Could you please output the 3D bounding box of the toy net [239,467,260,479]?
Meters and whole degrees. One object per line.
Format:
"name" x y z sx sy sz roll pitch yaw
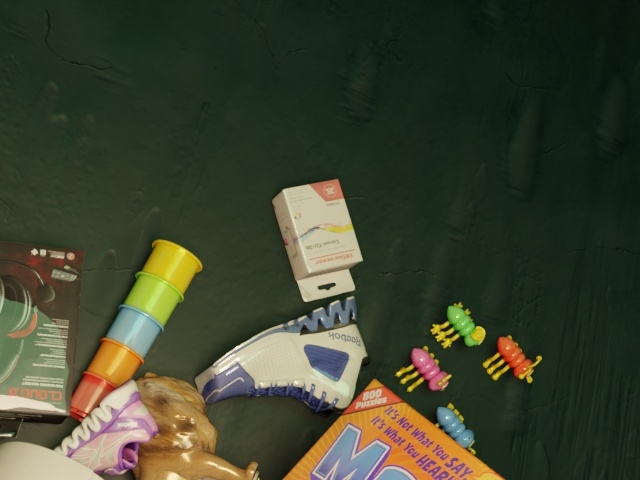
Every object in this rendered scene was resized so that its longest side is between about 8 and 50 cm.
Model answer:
"toy net" -0.127 0.491 1.738 0.122 0.045 0.232 -19 82 -27

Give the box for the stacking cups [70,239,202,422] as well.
"stacking cups" -0.300 0.152 1.741 0.096 0.096 0.316 31 65 -11

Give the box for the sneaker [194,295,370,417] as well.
"sneaker" -0.033 0.227 1.812 0.315 0.127 0.182 -22 81 -28

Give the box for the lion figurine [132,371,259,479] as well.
"lion figurine" -0.240 0.413 1.662 0.240 0.142 0.392 17 73 5

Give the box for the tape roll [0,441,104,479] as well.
"tape roll" -0.401 0.424 1.517 0.246 0.246 0.169 36 52 -9

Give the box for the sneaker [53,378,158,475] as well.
"sneaker" -0.332 0.319 1.617 0.104 0.095 0.236 46 108 0

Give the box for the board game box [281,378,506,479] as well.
"board game box" 0.143 0.496 1.558 0.356 0.356 0.356 -47 126 -8

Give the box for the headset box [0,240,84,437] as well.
"headset box" -0.489 0.154 1.653 0.218 0.110 0.293 8 71 -20

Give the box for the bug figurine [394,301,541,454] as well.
"bug figurine" 0.268 0.241 1.966 0.216 0.072 0.279 47 63 -3

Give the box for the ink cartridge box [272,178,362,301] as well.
"ink cartridge box" 0.000 0.000 1.929 0.115 0.067 0.198 -13 80 -26
